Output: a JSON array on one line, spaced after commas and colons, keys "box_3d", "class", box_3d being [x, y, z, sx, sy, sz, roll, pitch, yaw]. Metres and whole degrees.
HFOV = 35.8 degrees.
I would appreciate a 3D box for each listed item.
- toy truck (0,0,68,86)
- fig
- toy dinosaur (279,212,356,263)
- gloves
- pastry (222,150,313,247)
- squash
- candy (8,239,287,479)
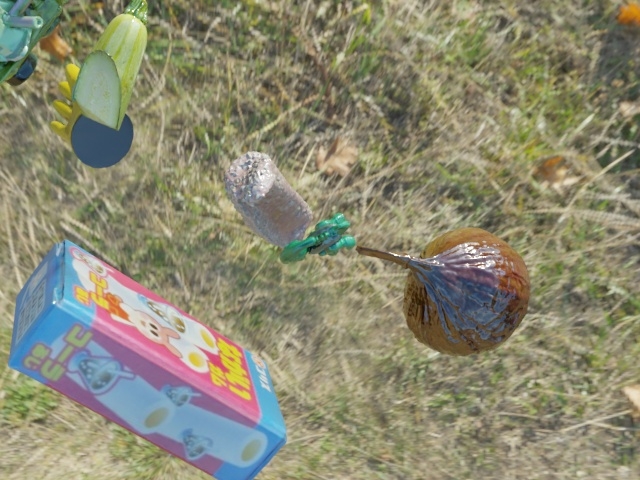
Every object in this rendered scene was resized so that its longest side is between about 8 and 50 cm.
[{"box_3d": [-0.300, -0.293, 1.082, 0.128, 0.135, 0.260, 41, 75, -40], "class": "toy truck"}, {"box_3d": [0.134, 0.036, 1.060, 0.201, 0.133, 0.146, 39, 75, -45], "class": "fig"}, {"box_3d": [0.000, 0.000, 1.473, 0.096, 0.132, 0.059, -19, 81, -46], "class": "toy dinosaur"}, {"box_3d": [-0.457, -0.241, 1.881, 0.133, 0.294, 0.116, -51, 128, 1], "class": "gloves"}, {"box_3d": [-0.094, -0.069, 1.641, 0.112, 0.265, 0.103, 34, 79, 20], "class": "pastry"}, {"box_3d": [-0.296, -0.265, 1.428, 0.075, 0.090, 0.200, 16, 95, -48], "class": "squash"}, {"box_3d": [-0.188, 0.139, 1.101, 0.305, 0.157, 0.100, 34, 102, -25], "class": "candy"}]
